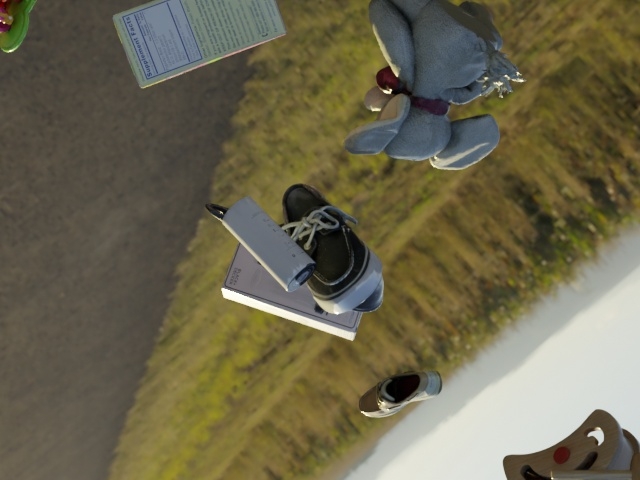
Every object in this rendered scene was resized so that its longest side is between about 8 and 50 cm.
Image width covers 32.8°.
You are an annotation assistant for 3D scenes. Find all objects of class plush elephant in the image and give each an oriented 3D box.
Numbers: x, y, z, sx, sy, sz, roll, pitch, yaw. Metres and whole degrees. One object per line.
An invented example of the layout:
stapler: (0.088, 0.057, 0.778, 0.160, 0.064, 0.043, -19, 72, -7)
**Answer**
plush elephant: (0.158, -0.240, 1.696, 0.272, 0.330, 0.255, 17, 120, -36)

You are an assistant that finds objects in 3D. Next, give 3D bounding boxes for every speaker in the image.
speaker: (-0.070, 0.003, 1.466, 0.055, 0.136, 0.055, -41, 163, -15)

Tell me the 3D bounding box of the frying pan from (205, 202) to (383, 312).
frying pan: (-0.020, 0.000, 1.839, 0.053, 0.326, 0.197, -52, 176, 28)

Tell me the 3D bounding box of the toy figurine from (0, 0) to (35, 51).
toy figurine: (-0.509, -0.382, 1.593, 0.130, 0.173, 0.159, -15, 156, 40)

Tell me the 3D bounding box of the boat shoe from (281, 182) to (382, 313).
boat shoe: (0.003, -0.003, 1.579, 0.113, 0.105, 0.306, -36, -154, 11)

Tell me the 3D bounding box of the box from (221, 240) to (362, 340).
box: (-0.040, 0.080, 2.245, 0.087, 0.290, 0.169, 94, 13, -72)

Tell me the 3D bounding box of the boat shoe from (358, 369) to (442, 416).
boat shoe: (0.098, 0.200, 1.451, 0.135, 0.050, 0.045, -30, 148, 35)

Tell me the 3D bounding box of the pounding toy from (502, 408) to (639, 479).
pounding toy: (0.393, 0.334, 1.684, 0.270, 0.155, 0.154, -20, -139, 39)

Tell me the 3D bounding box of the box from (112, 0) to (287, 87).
box: (-0.194, -0.339, 1.740, 0.243, 0.117, 0.213, -21, -169, -5)
